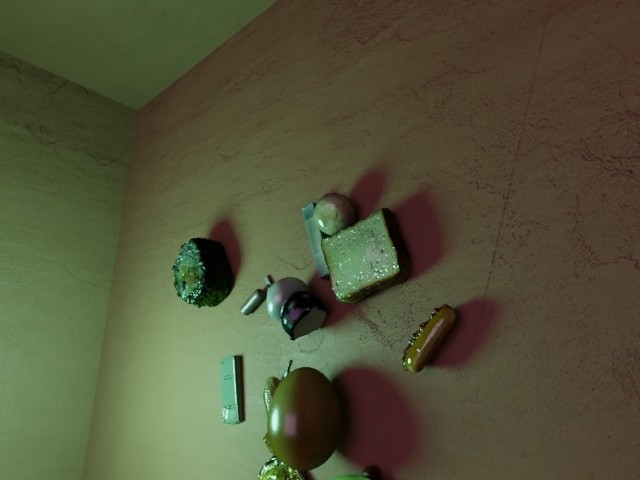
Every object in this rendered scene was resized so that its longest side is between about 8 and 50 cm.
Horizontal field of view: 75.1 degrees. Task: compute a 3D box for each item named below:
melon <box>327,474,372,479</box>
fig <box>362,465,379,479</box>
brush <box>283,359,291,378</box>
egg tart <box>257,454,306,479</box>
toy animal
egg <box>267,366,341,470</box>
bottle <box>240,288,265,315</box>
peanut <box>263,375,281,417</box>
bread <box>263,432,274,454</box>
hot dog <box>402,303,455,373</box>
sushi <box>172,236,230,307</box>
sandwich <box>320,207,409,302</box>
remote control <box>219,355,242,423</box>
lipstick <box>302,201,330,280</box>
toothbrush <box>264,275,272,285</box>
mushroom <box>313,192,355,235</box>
[{"bbox_3d":[0.068,0.844,1.308,0.323,0.124,0.196,-22,72,46],"label":"melon"},{"bbox_3d":[0.164,0.749,1.303,0.050,0.050,0.083,-30,77,33],"label":"fig"},{"bbox_3d":[-0.132,0.518,1.668,0.024,0.008,0.083,16,89,46],"label":"brush"},{"bbox_3d":[-0.150,0.920,1.501,0.290,0.107,0.291,-13,70,39],"label":"egg tart"},{"bbox_3d":[-0.101,0.245,1.593,0.235,0.187,0.165,39,129,38],"label":"toy animal"},{"bbox_3d":[-0.054,0.594,1.405,0.250,0.250,0.323,-21,59,38],"label":"egg"},{"bbox_3d":[-0.304,0.277,1.867,0.140,0.053,0.053,-48,51,22],"label":"bottle"},{"bbox_3d":[-0.176,0.628,1.624,0.093,0.083,0.194,-41,54,45],"label":"peanut"},{"bbox_3d":[-0.164,0.758,1.571,0.070,0.076,0.083,2,123,51],"label":"bread"},{"bbox_3d":[0.316,0.297,1.251,0.076,0.102,0.249,32,103,7],"label":"hot dog"},{"bbox_3d":[-0.607,0.169,2.097,0.294,0.178,0.352,-49,49,24],"label":"sushi"},{"bbox_3d":[0.158,0.061,1.469,0.301,0.099,0.271,-29,64,31],"label":"sandwich"},{"bbox_3d":[-0.396,0.665,1.857,0.123,0.038,0.286,-27,63,37],"label":"remote control"},{"bbox_3d":[0.000,0.000,1.654,0.068,0.066,0.318,-32,58,31],"label":"lipstick"},{"bbox_3d":[-0.176,0.255,1.776,0.030,0.030,0.304,-53,46,18],"label":"toothbrush"},{"bbox_3d":[0.057,-0.099,1.594,0.166,0.127,0.166,7,104,32],"label":"mushroom"}]
